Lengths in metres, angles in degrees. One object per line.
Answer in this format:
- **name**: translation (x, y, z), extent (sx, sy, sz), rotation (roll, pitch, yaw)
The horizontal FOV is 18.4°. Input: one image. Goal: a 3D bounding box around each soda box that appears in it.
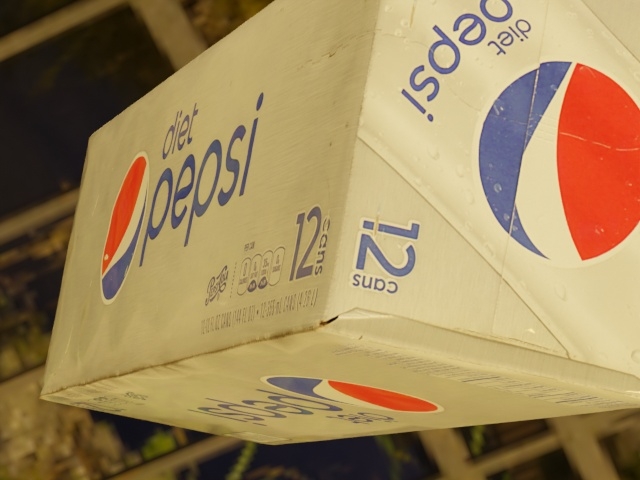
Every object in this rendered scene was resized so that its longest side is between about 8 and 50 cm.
- **soda box**: translation (0.000, 0.000, 0.561), extent (0.286, 0.091, 0.098), rotation (158, -57, -68)
